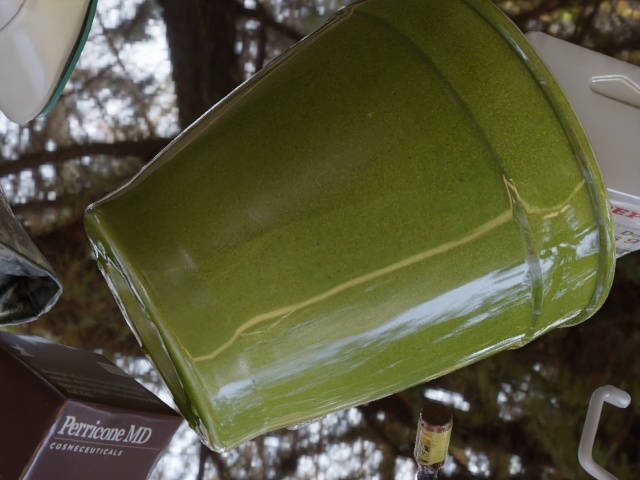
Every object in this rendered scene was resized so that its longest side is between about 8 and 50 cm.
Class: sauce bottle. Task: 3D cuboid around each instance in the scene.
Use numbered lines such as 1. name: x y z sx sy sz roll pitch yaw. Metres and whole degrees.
1. sauce bottle: 0.136 0.254 1.259 0.042 0.128 0.042 1 -142 -1

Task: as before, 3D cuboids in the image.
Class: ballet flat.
1. ballet flat: -0.245 -0.301 0.913 0.139 0.400 0.139 25 -166 -6

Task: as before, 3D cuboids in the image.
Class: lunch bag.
1. lunch bag: -0.460 -0.016 1.210 0.287 0.169 0.235 26 -162 -51

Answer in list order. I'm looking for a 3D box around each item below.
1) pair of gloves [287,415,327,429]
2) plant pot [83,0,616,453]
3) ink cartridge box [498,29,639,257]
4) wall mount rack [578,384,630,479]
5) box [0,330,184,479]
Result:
1. pair of gloves: -0.045 0.126 1.192 0.042 0.204 0.240 7 -178 35
2. plant pot: 0.000 0.000 0.911 0.353 0.366 0.366 -29 -138 -17
3. ink cartridge box: 0.192 -0.059 0.961 0.211 0.289 0.121 14 -109 -15
4. wall mount rack: 0.427 0.232 0.972 0.304 0.350 0.130 34 -117 -22
5. box: -0.307 0.282 0.938 0.143 0.381 0.191 28 180 28
